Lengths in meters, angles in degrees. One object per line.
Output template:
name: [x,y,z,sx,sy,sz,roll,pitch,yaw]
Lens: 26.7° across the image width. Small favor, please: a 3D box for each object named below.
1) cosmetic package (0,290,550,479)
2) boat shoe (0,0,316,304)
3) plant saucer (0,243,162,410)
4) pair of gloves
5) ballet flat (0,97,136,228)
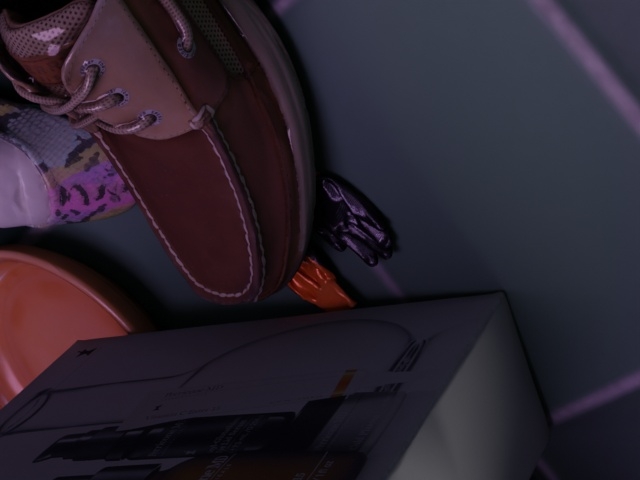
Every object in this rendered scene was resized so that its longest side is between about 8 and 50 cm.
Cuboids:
cosmetic package: [-0.089,0.161,0.609,0.284,0.377,0.097,-11,111,30]
boat shoe: [-0.104,-0.102,0.645,0.123,0.116,0.324,-5,116,41]
plant saucer: [-0.160,0.085,0.880,0.200,0.037,0.200,19,129,24]
pair of gloves: [0.000,0.000,0.719,0.074,0.010,0.083,39,133,9]
ballet flat: [-0.210,-0.051,0.791,0.221,0.079,0.077,22,130,23]
